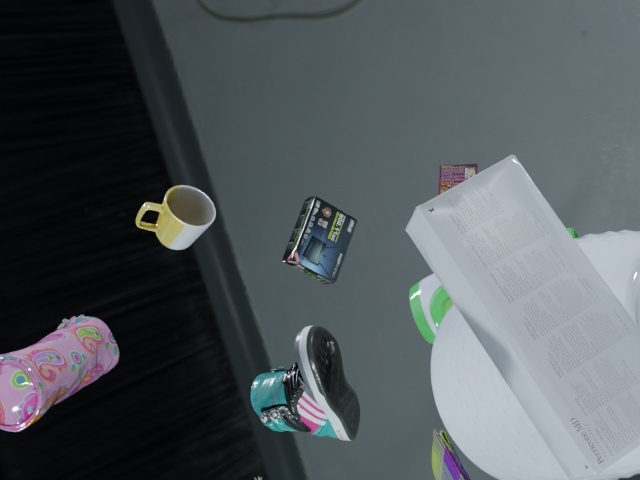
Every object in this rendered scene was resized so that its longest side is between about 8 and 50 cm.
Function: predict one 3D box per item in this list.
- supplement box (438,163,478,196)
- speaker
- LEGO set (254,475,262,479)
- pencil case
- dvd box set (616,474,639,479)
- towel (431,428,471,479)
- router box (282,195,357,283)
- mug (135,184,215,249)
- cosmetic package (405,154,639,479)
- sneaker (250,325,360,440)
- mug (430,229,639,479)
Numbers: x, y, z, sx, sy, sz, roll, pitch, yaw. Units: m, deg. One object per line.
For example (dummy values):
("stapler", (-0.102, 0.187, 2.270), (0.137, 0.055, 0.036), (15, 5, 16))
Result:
("supplement box", (0.194, -0.065, 1.182), (0.055, 0.083, 0.043), (-1, 139, 14))
("speaker", (0.307, 0.080, 1.434), (0.296, 0.131, 0.131), (-23, 89, 22))
("LEGO set", (-0.106, 0.398, 1.315), (0.023, 0.054, 0.083), (32, 158, -2))
("pencil case", (-0.438, 0.206, 1.370), (0.124, 0.284, 0.124), (2, 101, 12))
("dvd box set", (0.527, 0.573, 1.510), (0.062, 0.308, 0.420), (-128, 30, -47))
("towel", (0.101, 0.182, 0.603), (0.083, 0.009, 0.060), (-119, 19, -48))
("router box", (0.000, 0.000, 1.410), (0.038, 0.092, 0.122), (-10, 56, 59))
("mug", (-0.170, -0.026, 0.988), (0.078, 0.062, 0.064), (32, 132, -7))
("cosmetic package", (0.174, 0.058, 0.667), (0.239, 0.099, 0.060), (59, 164, 14))
("sneaker", (-0.045, 0.253, 1.497), (0.178, 0.124, 0.295), (-1, 136, 19))
("mug", (0.327, 0.175, 0.942), (0.328, 0.276, 0.374), (133, 126, -64))
